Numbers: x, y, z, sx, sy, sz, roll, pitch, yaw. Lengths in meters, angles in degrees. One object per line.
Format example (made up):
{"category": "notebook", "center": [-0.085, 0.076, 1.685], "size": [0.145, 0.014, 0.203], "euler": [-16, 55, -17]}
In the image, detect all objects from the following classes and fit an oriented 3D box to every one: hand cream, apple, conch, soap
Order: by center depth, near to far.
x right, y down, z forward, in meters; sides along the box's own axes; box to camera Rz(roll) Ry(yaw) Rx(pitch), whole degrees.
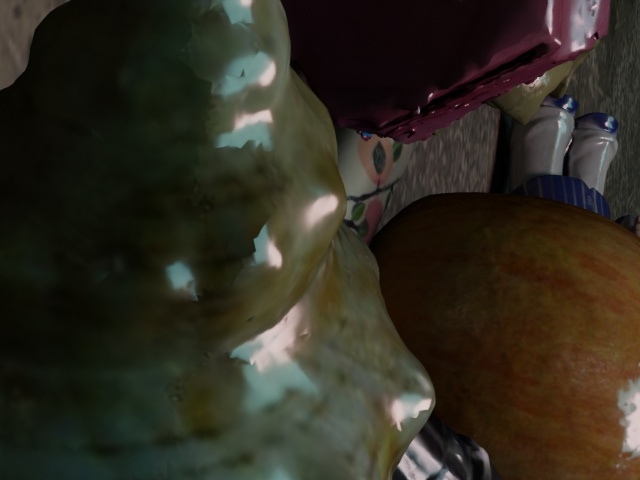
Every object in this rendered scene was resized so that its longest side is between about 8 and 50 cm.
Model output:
{"category": "conch", "center": [-0.077, 0.066, 0.491], "size": [0.203, 0.169, 0.386], "euler": [-30, 161, -44]}
{"category": "soap", "center": [0.045, -0.166, 0.786], "size": [0.099, 0.162, 0.250], "euler": [-3, 96, -73]}
{"category": "hand cream", "center": [0.000, 0.000, 0.896], "size": [0.080, 0.050, 0.234], "euler": [83, 24, -52]}
{"category": "apple", "center": [0.095, 0.080, 0.960], "size": [0.211, 0.188, 0.211], "euler": [13, 90, -80]}

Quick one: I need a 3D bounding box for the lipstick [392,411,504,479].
{"category": "lipstick", "center": [0.033, 0.107, 0.805], "size": [0.300, 0.081, 0.081], "euler": [53, 38, -30]}

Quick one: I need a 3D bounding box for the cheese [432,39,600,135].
{"category": "cheese", "center": [0.069, -0.131, 0.921], "size": [0.175, 0.091, 0.202], "euler": [52, 31, -23]}

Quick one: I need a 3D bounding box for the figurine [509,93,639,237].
{"category": "figurine", "center": [0.164, 0.028, 1.330], "size": [0.194, 0.133, 0.274], "euler": [0, 68, -43]}
